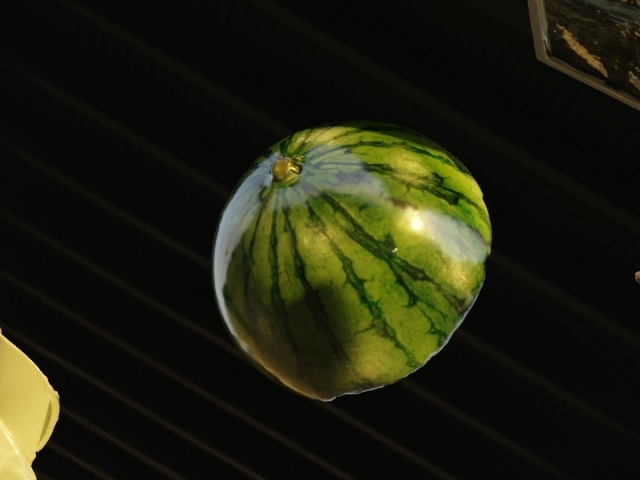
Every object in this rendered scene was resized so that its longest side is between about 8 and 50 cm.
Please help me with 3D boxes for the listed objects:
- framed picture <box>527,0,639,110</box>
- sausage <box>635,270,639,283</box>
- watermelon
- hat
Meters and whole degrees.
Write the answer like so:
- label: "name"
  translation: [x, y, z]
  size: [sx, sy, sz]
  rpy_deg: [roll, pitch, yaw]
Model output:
- label: "framed picture"
  translation: [0.317, -0.234, 0.953]
  size: [0.240, 0.020, 0.324]
  rpy_deg: [35, -7, 25]
- label: "sausage"
  translation: [0.548, 0.054, 1.036]
  size: [0.353, 0.134, 0.116]
  rpy_deg: [-6, -89, 31]
- label: "watermelon"
  translation: [0.000, 0.000, 0.975]
  size: [0.330, 0.331, 0.189]
  rpy_deg: [-20, -38, 37]
- label: "hat"
  translation: [-0.436, 0.224, 1.143]
  size: [0.219, 0.164, 0.226]
  rpy_deg: [30, -47, 43]
